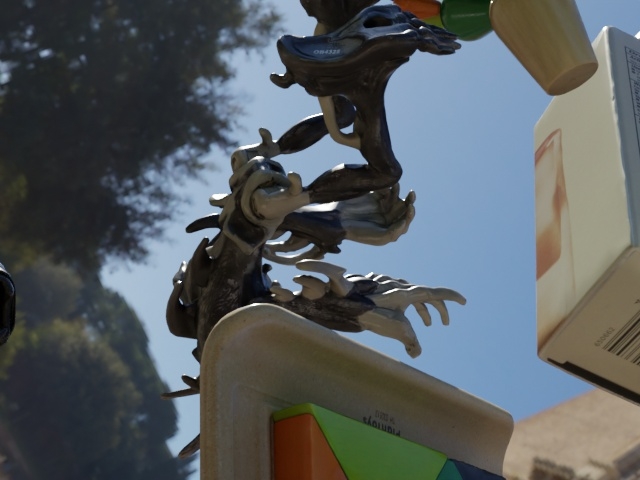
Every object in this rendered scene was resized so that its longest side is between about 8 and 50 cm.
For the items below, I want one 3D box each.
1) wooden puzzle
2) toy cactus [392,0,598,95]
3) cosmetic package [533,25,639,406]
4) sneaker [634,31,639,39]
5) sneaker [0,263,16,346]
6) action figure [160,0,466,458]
[{"bbox_3d":[0.035,0.164,0.449,0.044,0.221,0.238,-17,-120,34],"label":"wooden puzzle"},{"bbox_3d":[0.115,-0.169,0.671,0.219,0.112,0.180,-48,-120,50],"label":"toy cactus"},{"bbox_3d":[0.260,-0.020,0.873,0.153,0.296,0.129,25,-50,-9],"label":"cosmetic package"},{"bbox_3d":[0.360,-0.162,1.013,0.192,0.086,0.064,22,-47,49],"label":"sneaker"},{"bbox_3d":[-0.310,0.086,0.941,0.058,0.152,0.084,32,-7,-33],"label":"sneaker"},{"bbox_3d":[0.000,0.000,0.580,0.164,0.141,0.275,-108,-147,-54],"label":"action figure"}]
